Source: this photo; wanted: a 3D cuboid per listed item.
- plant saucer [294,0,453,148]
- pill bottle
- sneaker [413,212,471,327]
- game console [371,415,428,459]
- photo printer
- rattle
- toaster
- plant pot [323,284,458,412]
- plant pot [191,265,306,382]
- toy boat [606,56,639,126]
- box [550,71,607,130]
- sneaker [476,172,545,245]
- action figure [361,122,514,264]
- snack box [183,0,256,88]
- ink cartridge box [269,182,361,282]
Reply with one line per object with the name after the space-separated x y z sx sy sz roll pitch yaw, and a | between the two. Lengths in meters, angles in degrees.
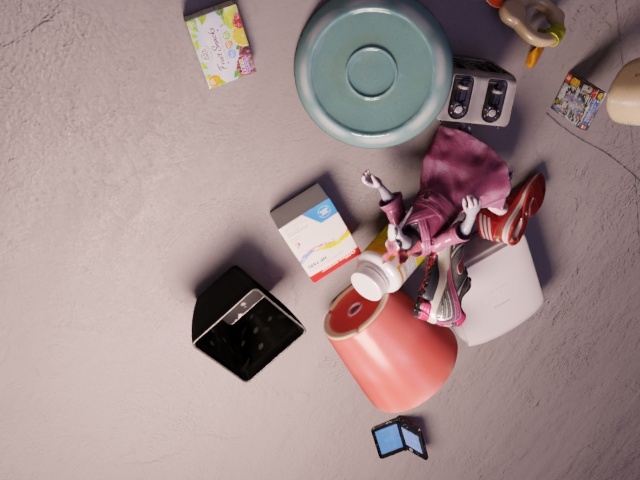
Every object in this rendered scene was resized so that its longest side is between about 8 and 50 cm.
0.101 -0.332 1.559 0.318 0.043 0.317 2 109 7 | plant saucer
0.165 0.037 1.815 0.215 0.117 0.117 -46 133 -30 | pill bottle
0.307 0.068 1.867 0.112 0.299 0.121 19 154 1 | sneaker
0.228 0.581 2.263 0.085 0.124 0.144 -41 132 -28 | game console
0.436 0.124 2.040 0.256 0.107 0.307 -29 127 -3 | photo printer
0.412 -0.467 1.704 0.200 0.143 0.130 14 83 -13 | rattle
0.301 -0.319 1.670 0.168 0.185 0.110 4 117 -16 | toaster
0.154 0.235 1.915 0.275 0.275 0.243 -41 115 6 | plant pot
-0.177 0.168 1.779 0.188 0.167 0.187 -41 127 7 | plant pot
0.777 -0.364 1.691 0.148 0.267 0.318 39 76 -27 | toy boat
0.584 -0.317 1.802 0.027 0.137 0.093 13 114 -21 | box
0.454 -0.088 1.935 0.221 0.128 0.087 -51 133 -29 | sneaker
0.244 -0.075 1.754 0.370 0.248 0.275 -50 156 -19 | action figure
-0.190 -0.372 1.509 0.100 0.037 0.141 -22 126 -7 | snack box
0.000 0.000 1.800 0.134 0.078 0.231 -33 128 0 | ink cartridge box
